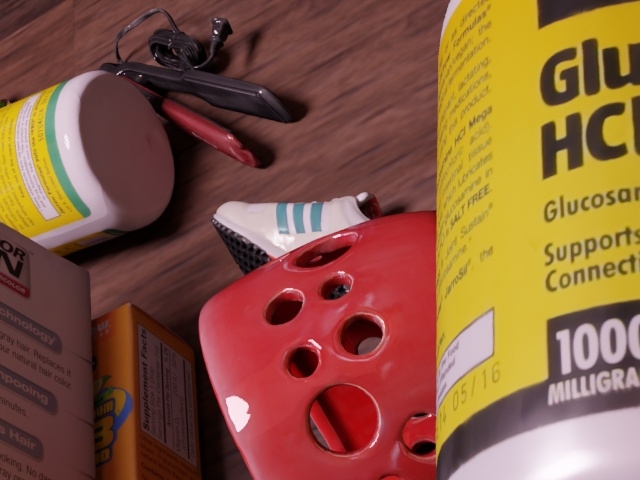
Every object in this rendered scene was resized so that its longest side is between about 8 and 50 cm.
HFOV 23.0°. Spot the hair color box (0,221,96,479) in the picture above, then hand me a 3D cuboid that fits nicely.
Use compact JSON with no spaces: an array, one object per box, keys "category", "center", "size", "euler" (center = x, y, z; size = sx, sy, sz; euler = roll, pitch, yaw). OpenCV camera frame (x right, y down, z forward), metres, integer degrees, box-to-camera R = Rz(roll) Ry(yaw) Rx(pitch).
[{"category":"hair color box","center":[-0.224,0.141,0.854],"size":[0.113,0.185,0.374],"euler":[-32,44,24]}]

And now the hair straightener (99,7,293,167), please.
[{"category":"hair straightener","center":[-0.092,-0.124,1.173],"size":[0.089,0.047,0.230],"euler":[-54,38,-7]}]

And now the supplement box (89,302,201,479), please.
[{"category":"supplement box","center":[-0.120,0.156,0.950],"size":[0.078,0.080,0.233],"euler":[-27,44,21]}]

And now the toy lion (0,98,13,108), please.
[{"category":"toy lion","center":[-0.306,-0.084,1.324],"size":[0.100,0.034,0.096],"euler":[18,79,46]}]

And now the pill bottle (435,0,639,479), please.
[{"category":"pill bottle","center":[0.139,-0.020,0.626],"size":[0.188,0.188,0.334],"euler":[-18,54,29]}]

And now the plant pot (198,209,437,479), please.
[{"category":"plant pot","center":[0.059,0.073,0.790],"size":[0.174,0.191,0.191],"euler":[-28,45,9]}]

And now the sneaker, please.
[{"category":"sneaker","center":[0.000,0.000,0.997],"size":[0.075,0.057,0.161],"euler":[-43,38,-20]}]

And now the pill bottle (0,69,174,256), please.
[{"category":"pill bottle","center":[-0.221,-0.039,1.151],"size":[0.208,0.117,0.117],"euler":[-19,49,29]}]
